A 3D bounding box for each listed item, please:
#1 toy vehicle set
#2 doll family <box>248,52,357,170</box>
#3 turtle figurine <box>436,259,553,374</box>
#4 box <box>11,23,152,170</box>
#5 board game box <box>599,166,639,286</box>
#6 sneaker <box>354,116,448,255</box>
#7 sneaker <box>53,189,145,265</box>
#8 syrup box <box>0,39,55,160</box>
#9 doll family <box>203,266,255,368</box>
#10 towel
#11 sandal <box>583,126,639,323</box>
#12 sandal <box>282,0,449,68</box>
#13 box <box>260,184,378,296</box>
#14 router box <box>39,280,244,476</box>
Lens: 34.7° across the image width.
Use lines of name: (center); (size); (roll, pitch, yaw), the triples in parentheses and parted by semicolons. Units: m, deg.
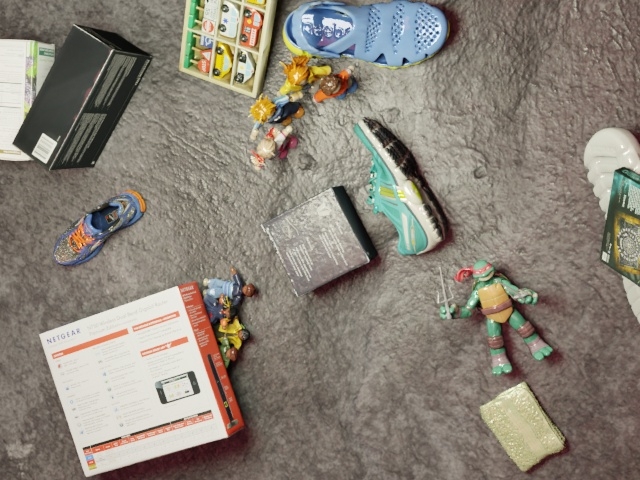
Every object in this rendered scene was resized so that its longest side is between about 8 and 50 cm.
toy vehicle set: (-0.170, -0.414, 1.903); (0.166, 0.035, 0.267); (20, 125, 12)
doll family: (-0.059, -0.254, 1.882); (0.263, 0.163, 0.118); (-44, 84, 14)
turtle figurine: (0.319, 0.120, 1.850); (0.175, 0.118, 0.234); (-20, 106, 29)
box: (-0.455, -0.271, 1.970); (0.103, 0.184, 0.261); (34, 102, 11)
board game box: (0.534, -0.016, 1.723); (0.126, 0.026, 0.186); (42, 143, 45)
sneaker: (0.128, -0.098, 1.887); (0.110, 0.107, 0.275); (-28, 88, 24)
sneaker: (-0.456, -0.026, 2.043); (0.221, 0.087, 0.083); (-39, 85, 14)
syrup box: (-0.598, -0.280, 2.051); (0.096, 0.093, 0.237); (5, 97, 13)
doll family: (-0.182, 0.152, 1.997); (0.111, 0.076, 0.193); (1, 101, 33)
towel: (0.375, 0.348, 1.903); (0.110, 0.027, 0.148); (-35, 86, 15)
sandal: (0.590, -0.008, 1.772); (0.102, 0.169, 0.416); (-20, 90, -25)
sandal: (0.074, -0.378, 1.853); (0.317, 0.138, 0.126); (0, 93, 12)
box: (0.000, 0.000, 1.928); (0.158, 0.093, 0.156); (-27, 88, 16)
router box: (-0.350, 0.271, 1.992); (0.335, 0.082, 0.301); (-18, 88, 21)
